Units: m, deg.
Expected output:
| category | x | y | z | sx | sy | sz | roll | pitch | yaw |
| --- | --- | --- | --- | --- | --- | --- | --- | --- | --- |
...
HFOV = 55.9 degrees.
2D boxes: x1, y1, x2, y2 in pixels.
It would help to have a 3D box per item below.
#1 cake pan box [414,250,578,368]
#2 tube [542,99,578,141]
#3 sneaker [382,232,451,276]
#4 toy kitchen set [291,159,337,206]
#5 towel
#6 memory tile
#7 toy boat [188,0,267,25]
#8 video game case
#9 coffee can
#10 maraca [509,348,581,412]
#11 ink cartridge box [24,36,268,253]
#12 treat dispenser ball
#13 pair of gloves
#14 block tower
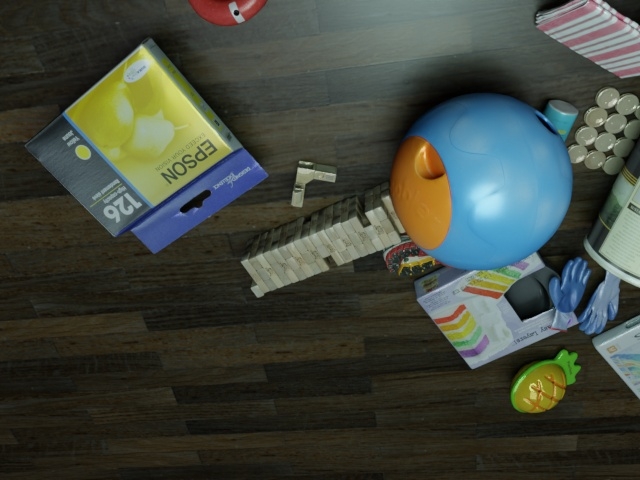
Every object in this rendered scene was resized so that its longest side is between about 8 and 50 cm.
| category | x | y | z | sx | sy | sz | roll | pitch | yaw |
| --- | --- | --- | --- | --- | --- | --- | --- | --- | --- |
| cake pan box | 0.371 | 0.127 | 1.261 | 0.267 | 0.070 | 0.245 | -29 | 119 | 20 |
| tube | 0.394 | -0.151 | 1.090 | 0.080 | 0.052 | 0.207 | 18 | 130 | 6 |
| sneaker | 0.227 | 0.000 | 1.180 | 0.225 | 0.092 | 0.088 | -7 | 125 | -11 |
| toy kitchen set | -0.014 | -0.095 | 1.141 | 0.075 | 0.068 | 0.083 | 9 | 124 | -2 |
| towel | 0.443 | -0.312 | 0.925 | 0.197 | 0.144 | 0.029 | 25 | 93 | -13 |
| memory tile | 0.513 | -0.192 | 1.070 | 0.113 | 0.012 | 0.148 | 14 | 124 | -5 |
| toy boat | -0.165 | -0.428 | 0.882 | 0.151 | 0.151 | 0.231 | -18 | 120 | 16 |
| video game case | 0.818 | 0.252 | 1.327 | 0.300 | 0.036 | 0.329 | -36 | 115 | 24 |
| coffee can | 0.603 | -0.074 | 1.020 | 0.202 | 0.201 | 0.275 | 12 | 121 | -4 |
| maraca | 0.508 | 0.318 | 1.363 | 0.186 | 0.099 | 0.127 | -30 | 122 | -7 |
| ink cartridge box | -0.306 | -0.140 | 1.070 | 0.304 | 0.072 | 0.307 | -32 | 111 | 20 |
| treat dispenser ball | 0.259 | -0.094 | 0.989 | 0.288 | 0.288 | 0.288 | 2 | 124 | 3 |
| pair of gloves | 0.529 | 0.113 | 1.210 | 0.198 | 0.023 | 0.159 | 8 | 102 | -25 |
| block tower | 0.000 | 0.000 | 1.191 | 0.336 | 0.091 | 0.097 | -23 | 118 | 18 |
